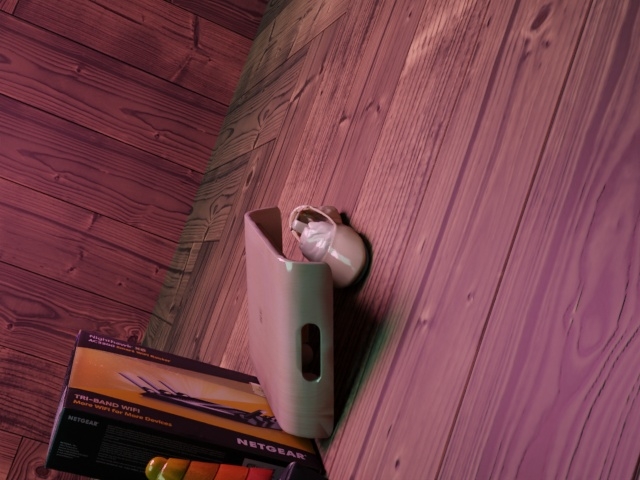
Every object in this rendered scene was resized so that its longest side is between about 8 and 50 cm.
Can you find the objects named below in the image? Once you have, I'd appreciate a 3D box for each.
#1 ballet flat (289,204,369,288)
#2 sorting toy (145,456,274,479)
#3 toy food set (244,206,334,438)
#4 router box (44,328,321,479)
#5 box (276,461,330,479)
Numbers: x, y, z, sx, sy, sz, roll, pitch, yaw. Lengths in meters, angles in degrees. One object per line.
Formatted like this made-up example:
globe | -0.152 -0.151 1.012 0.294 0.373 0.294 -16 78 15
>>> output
ballet flat | 0.000 0.000 1.242 0.086 0.086 0.248 -66 16 10
sorting toy | -0.191 0.366 0.971 0.366 0.126 0.127 -57 3 20
toy food set | -0.035 0.094 1.163 0.306 0.092 0.220 -136 44 -69
router box | -0.171 0.227 1.103 0.243 0.308 0.081 -128 57 -71
box | -0.115 0.459 0.894 0.395 0.097 0.318 -56 7 36
